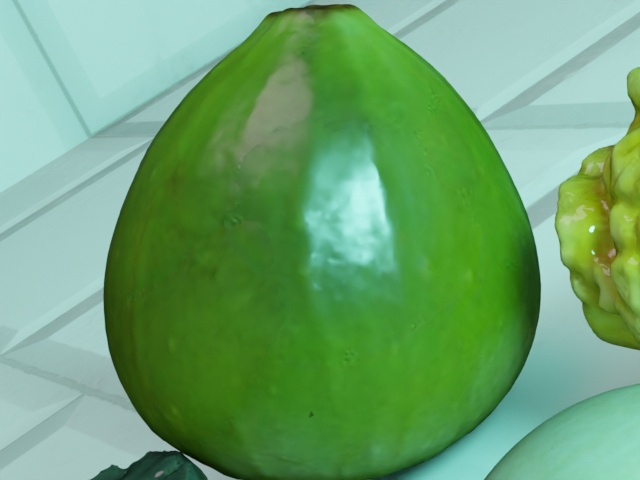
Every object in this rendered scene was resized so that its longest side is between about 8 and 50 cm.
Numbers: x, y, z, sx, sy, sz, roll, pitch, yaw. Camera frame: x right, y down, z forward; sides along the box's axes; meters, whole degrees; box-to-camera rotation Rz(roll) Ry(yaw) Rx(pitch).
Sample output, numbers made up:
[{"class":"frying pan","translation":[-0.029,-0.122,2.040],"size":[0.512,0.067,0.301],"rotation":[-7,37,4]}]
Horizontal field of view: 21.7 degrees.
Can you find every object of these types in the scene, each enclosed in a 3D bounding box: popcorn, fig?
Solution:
[{"class":"popcorn","translation":[0.255,-0.008,0.970],"size":[0.250,0.190,0.250],"rotation":[3,25,-1]},{"class":"fig","translation":[0.000,0.000,1.111],"size":[0.316,0.316,0.316],"rotation":[-25,17,8]}]

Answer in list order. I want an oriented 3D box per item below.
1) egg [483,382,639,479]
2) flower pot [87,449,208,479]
[{"class":"egg","translation":[0.138,0.155,0.661],"size":[0.186,0.186,0.253],"rotation":[-19,22,27]},{"class":"flower pot","translation":[-0.111,0.205,1.046],"size":[0.157,0.107,0.157],"rotation":[-26,18,9]}]
